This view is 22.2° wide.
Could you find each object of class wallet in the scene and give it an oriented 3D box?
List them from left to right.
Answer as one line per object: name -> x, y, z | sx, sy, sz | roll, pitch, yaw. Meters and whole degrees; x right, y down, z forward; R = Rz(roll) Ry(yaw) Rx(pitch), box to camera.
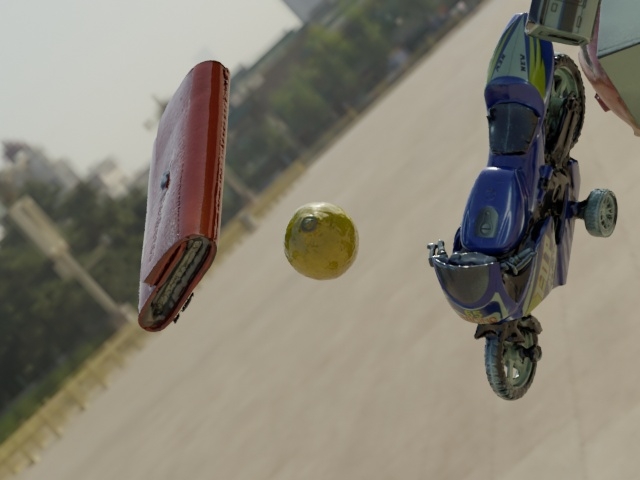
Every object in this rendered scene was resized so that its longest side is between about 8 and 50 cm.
wallet -> -0.121, -0.040, 1.408 | 0.142, 0.045, 0.204 | 126, 153, -45

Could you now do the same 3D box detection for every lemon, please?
lemon -> 0.000, 0.000, 1.302 | 0.062, 0.062, 0.083 | -43, -26, -3

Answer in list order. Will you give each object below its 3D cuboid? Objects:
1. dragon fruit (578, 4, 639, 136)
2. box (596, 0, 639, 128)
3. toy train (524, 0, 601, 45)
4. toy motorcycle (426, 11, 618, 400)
dragon fruit -> 0.418, -0.204, 1.692 | 0.250, 0.269, 0.291 | -19, 21, -34
box -> 0.291, -0.185, 1.302 | 0.086, 0.129, 0.225 | -18, 39, 28
toy train -> 0.191, -0.262, 1.126 | 0.055, 0.048, 0.252 | 21, -99, -87
toy motorcycle -> 0.164, -0.028, 1.364 | 0.113, 0.315, 0.169 | 4, -11, 33
